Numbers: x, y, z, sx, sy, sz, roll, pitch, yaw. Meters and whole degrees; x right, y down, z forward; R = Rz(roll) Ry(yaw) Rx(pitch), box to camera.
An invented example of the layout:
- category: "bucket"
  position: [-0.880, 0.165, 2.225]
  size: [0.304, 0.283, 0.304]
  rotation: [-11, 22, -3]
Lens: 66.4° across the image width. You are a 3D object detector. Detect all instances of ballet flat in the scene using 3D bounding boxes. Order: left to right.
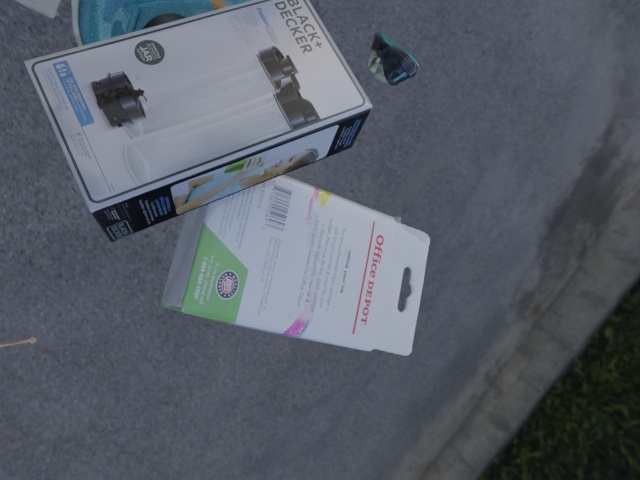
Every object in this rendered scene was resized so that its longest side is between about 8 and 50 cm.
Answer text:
- category: "ballet flat"
  position: [0.121, -0.335, 0.906]
  size: [0.074, 0.203, 0.074]
  rotation: [-4, 125, -6]

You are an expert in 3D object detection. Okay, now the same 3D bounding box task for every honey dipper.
- category: "honey dipper"
  position: [-0.691, 0.226, 1.048]
  size: [0.161, 0.031, 0.030]
  rotation: [0, 118, -60]

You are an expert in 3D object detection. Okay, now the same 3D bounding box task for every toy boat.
- category: "toy boat"
  position: [-0.187, -0.235, 0.665]
  size: [0.268, 0.148, 0.318]
  rotation: [-12, 153, -31]

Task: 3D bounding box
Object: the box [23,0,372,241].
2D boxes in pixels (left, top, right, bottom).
- category: "box"
  position: [-0.114, -0.137, 0.506]
  size: [0.290, 0.169, 0.087]
  rotation: [-23, 167, -18]

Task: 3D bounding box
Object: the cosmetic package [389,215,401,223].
- category: "cosmetic package"
  position: [0.000, 0.000, 1.233]
  size: [0.284, 0.378, 0.097]
  rotation: [-44, 135, -68]

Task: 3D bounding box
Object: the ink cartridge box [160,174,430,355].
- category: "ink cartridge box"
  position: [-0.020, 0.038, 0.707]
  size: [0.354, 0.119, 0.207]
  rotation: [19, 76, -28]

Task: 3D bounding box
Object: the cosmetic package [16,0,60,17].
- category: "cosmetic package"
  position: [-0.718, -0.604, 1.015]
  size: [0.310, 0.160, 0.113]
  rotation: [27, 100, -5]
